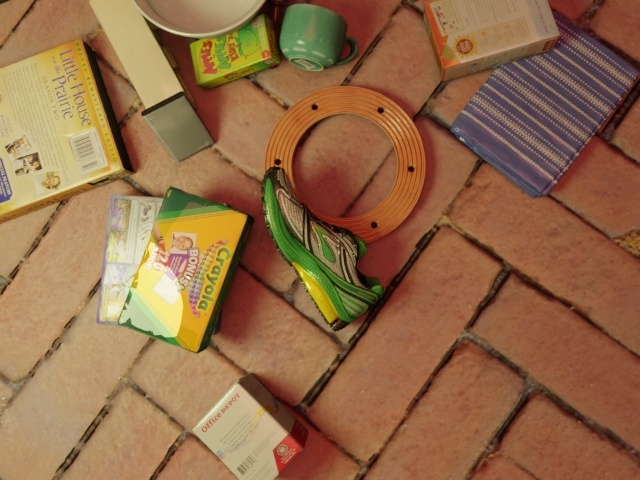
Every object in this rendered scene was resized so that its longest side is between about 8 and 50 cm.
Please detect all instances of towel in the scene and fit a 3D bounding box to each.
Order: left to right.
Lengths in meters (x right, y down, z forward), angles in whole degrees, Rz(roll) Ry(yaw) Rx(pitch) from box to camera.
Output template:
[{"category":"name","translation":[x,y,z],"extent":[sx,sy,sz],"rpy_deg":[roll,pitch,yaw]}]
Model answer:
[{"category":"towel","translation":[0.459,-0.282,1.143],"extent":[0.243,0.040,0.336],"rpy_deg":[39,87,7]}]

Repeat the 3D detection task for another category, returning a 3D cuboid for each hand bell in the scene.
[{"category":"hand bell","translation":[-0.094,-0.487,1.162],"extent":[0.126,0.126,0.242],"rpy_deg":[7,98,4]}]

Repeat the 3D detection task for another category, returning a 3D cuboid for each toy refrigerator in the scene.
[{"category":"toy refrigerator","translation":[-0.363,-0.388,1.159],"extent":[0.094,0.102,0.270],"rpy_deg":[-30,84,1]}]

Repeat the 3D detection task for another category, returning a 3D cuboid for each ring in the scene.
[{"category":"ring","translation":[0.050,-0.155,1.155],"extent":[0.336,0.032,0.337],"rpy_deg":[0,86,4]}]

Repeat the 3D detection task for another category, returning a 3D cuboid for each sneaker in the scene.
[{"category":"sneaker","translation":[0.000,0.000,1.079],"extent":[0.146,0.134,0.344],"rpy_deg":[-32,103,6]}]

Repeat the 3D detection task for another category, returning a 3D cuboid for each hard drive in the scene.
[{"category":"hard drive","translation":[-0.289,-0.230,1.134],"extent":[0.094,0.135,0.022],"rpy_deg":[-27,52,1]}]

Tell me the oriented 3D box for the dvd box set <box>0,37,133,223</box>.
[{"category":"dvd box set","translation":[-0.646,-0.215,1.183],"extent":[0.420,0.062,0.308],"rpy_deg":[-21,85,2]}]

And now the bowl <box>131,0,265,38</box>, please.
[{"category":"bowl","translation":[-0.223,-0.520,1.085],"extent":[0.297,0.134,0.298],"rpy_deg":[0,88,0]}]

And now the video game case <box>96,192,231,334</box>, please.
[{"category":"video game case","translation":[-0.320,0.048,1.146],"extent":[0.244,0.061,0.270],"rpy_deg":[5,86,2]}]

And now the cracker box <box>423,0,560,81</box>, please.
[{"category":"cracker box","translation":[0.342,-0.436,1.127],"extent":[0.232,0.067,0.156],"rpy_deg":[-15,78,7]}]

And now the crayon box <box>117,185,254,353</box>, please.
[{"category":"crayon box","translation":[-0.255,0.056,1.071],"extent":[0.165,0.081,0.279],"rpy_deg":[19,87,4]}]

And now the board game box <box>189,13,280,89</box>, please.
[{"category":"board game box","translation":[-0.179,-0.388,1.148],"extent":[0.181,0.043,0.092],"rpy_deg":[-13,86,22]}]

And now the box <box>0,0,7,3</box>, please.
[{"category":"box","translation":[-0.831,-0.626,1.224],"extent":[0.216,0.060,0.270],"rpy_deg":[-22,85,1]}]

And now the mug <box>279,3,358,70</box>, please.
[{"category":"mug","translation":[-0.005,-0.402,1.126],"extent":[0.157,0.129,0.098],"rpy_deg":[13,90,4]}]

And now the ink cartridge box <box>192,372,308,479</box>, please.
[{"category":"ink cartridge box","translation":[-0.132,0.370,1.079],"extent":[0.176,0.127,0.128],"rpy_deg":[45,90,5]}]
